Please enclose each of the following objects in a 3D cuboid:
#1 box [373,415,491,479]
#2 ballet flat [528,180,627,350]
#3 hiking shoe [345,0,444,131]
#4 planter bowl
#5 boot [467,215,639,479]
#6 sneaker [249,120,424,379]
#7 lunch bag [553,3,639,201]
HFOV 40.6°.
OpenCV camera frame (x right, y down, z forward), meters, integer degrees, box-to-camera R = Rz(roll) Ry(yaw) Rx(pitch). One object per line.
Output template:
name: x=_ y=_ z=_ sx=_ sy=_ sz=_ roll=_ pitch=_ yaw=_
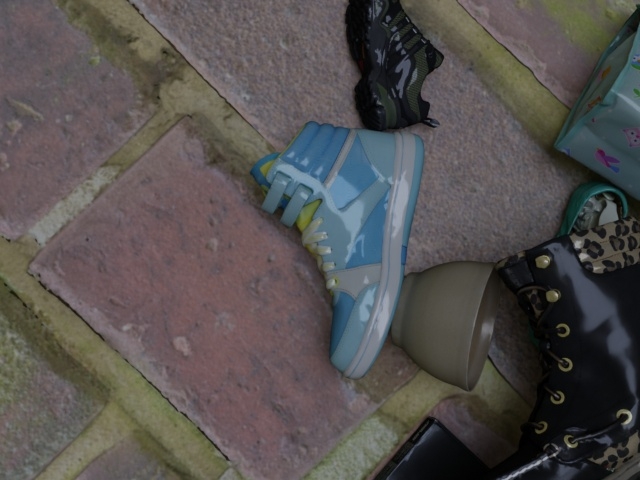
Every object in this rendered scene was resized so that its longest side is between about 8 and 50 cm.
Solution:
box: x=0.147 y=0.355 z=1.097 sx=0.184 sy=0.045 sz=0.190 roll=45 pitch=81 yaw=-6
ballet flat: x=0.337 y=0.034 z=1.129 sx=0.083 sy=0.087 sz=0.247 roll=20 pitch=83 yaw=-6
hiking shoe: x=0.101 y=-0.255 z=1.137 sx=0.114 sy=0.086 sz=0.227 roll=-4 pitch=91 yaw=-21
planter bowl: x=0.152 y=0.097 z=1.076 sx=0.109 sy=0.162 sz=0.162 roll=11 pitch=83 yaw=20
boot: x=0.271 y=0.150 z=0.992 sx=0.377 sy=0.138 sz=0.284 roll=-19 pitch=81 yaw=-7
sneaker: x=0.000 y=0.000 z=1.072 sx=0.208 sy=0.127 sz=0.319 roll=13 pitch=76 yaw=-7
lunch bag: x=0.464 y=-0.178 z=1.128 sx=0.223 sy=0.160 sz=0.262 roll=35 pitch=57 yaw=0
